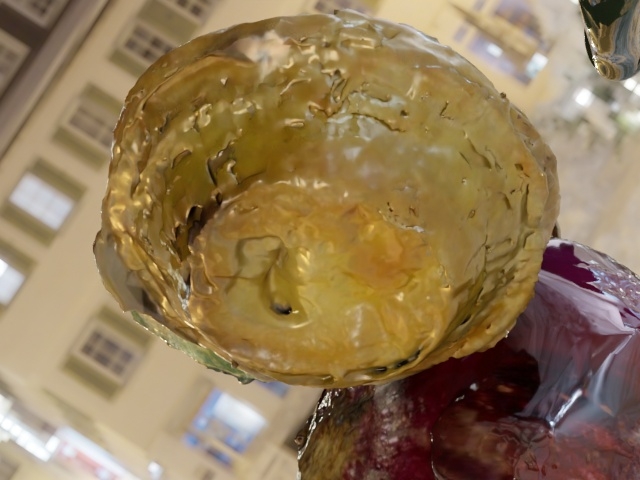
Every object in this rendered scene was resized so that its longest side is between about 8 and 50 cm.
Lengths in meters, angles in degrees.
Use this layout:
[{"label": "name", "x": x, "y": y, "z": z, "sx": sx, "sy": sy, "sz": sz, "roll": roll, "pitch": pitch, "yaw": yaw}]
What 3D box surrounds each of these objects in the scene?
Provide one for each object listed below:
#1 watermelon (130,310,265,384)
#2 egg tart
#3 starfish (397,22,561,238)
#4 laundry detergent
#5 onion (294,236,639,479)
[{"label": "watermelon", "x": -0.084, "y": -0.011, "z": 1.940, "sx": 0.302, "sy": 0.264, "sz": 0.151, "roll": -65, "pitch": -23, "yaw": -16}, {"label": "egg tart", "x": 0.004, "y": 0.001, "z": 1.209, "sx": 0.129, "sy": 0.341, "sz": 0.341, "roll": -88, "pitch": 22, "yaw": -49}, {"label": "starfish", "x": 0.126, "y": -0.087, "z": 1.534, "sx": 0.050, "sy": 0.247, "sz": 0.138, "roll": -40, "pitch": 9, "yaw": -25}, {"label": "laundry detergent", "x": 0.276, "y": -0.221, "z": 1.558, "sx": 0.221, "sy": 0.078, "sz": 0.144, "roll": 54, "pitch": -133, "yaw": -66}, {"label": "onion", "x": 0.206, "y": 0.213, "z": 1.446, "sx": 0.398, "sy": 0.420, "sz": 0.398, "roll": -55, "pitch": 15, "yaw": 22}]
